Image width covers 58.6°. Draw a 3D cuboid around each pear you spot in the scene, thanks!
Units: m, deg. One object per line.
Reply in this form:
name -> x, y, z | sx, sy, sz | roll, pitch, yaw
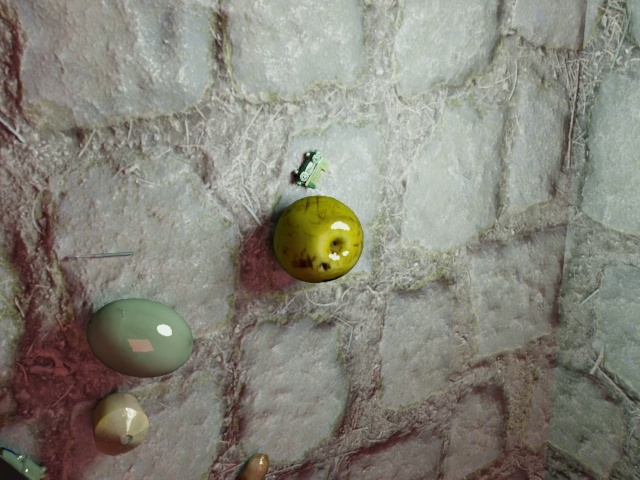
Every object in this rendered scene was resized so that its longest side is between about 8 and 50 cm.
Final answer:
pear -> 0.000, 0.000, 1.663 | 0.283, 0.283, 0.284 | -9, 109, -27

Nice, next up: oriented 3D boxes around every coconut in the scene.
coconut -> -0.552, 0.509, 1.570 | 0.147, 0.152, 0.147 | -10, 112, -26

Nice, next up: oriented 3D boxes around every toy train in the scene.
toy train -> -0.027, -0.211, 1.713 | 0.081, 0.050, 0.122 | 33, 86, -40

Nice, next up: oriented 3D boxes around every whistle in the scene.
whistle -> -0.823, 0.594, 1.480 | 0.110, 0.092, 0.244 | -49, 123, -6

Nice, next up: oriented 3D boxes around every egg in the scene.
egg -> -0.472, 0.258, 1.509 | 0.282, 0.203, 0.203 | 26, 91, -31

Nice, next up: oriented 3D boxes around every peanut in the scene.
peanut -> -0.224, 0.769, 1.878 | 0.076, 0.076, 0.152 | 34, 91, -32

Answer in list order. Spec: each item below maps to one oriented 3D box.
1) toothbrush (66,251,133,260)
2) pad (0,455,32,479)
toothbrush -> -0.576, 0.041, 1.497 | 0.167, 0.014, 0.011 | -4, 124, -29
pad -> -0.858, 0.586, 1.399 | 0.163, 0.004, 0.243 | -40, 120, -15
